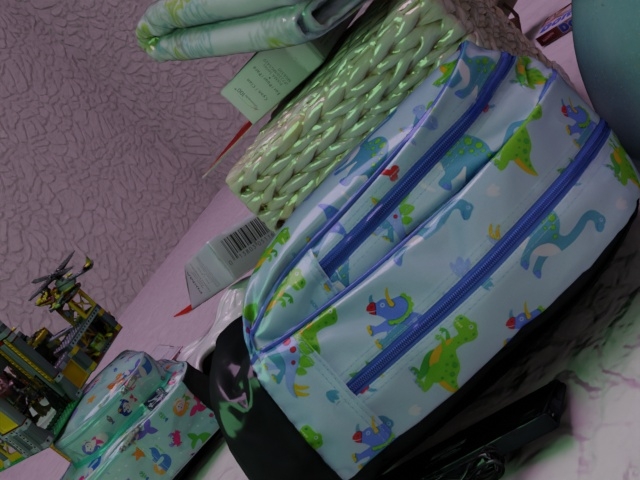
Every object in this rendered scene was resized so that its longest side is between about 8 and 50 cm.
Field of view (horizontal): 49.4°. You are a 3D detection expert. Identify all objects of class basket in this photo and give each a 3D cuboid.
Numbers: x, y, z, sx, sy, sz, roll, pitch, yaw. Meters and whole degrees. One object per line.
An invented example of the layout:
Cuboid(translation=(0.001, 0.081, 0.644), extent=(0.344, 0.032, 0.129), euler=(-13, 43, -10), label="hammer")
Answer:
Cuboid(translation=(0.107, -0.132, 0.844), extent=(0.331, 0.266, 0.328), euler=(-41, 15, 29), label="basket")

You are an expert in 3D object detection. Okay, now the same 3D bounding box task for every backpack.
Cuboid(translation=(-0.268, 0.283, 0.986), extent=(0.254, 0.191, 0.225), euler=(-57, 17, -20), label="backpack")
Cuboid(translation=(0.087, 0.015, 0.578), extent=(0.355, 0.274, 0.290), euler=(-30, -2, 11), label="backpack")

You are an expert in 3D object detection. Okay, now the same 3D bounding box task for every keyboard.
Cuboid(translation=(0.100, 0.174, 0.510), extent=(0.192, 0.038, 0.100), euler=(-40, -8, 29), label="keyboard")

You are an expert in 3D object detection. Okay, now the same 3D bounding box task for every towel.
Cuboid(translation=(-0.018, -0.321, 0.792), extent=(0.320, 0.090, 0.374), euler=(-40, 29, -23), label="towel")

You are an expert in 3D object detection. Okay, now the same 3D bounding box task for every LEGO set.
Cuboid(translation=(-0.451, 0.169, 0.986), extent=(0.254, 0.192, 0.331), euler=(-25, 25, 36), label="LEGO set")

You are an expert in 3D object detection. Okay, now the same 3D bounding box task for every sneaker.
Cuboid(translation=(-0.142, 0.160, 1.177), extent=(0.232, 0.090, 0.115), euler=(-56, 25, -14), label="sneaker")

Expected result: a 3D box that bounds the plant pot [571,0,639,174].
Cuboid(translation=(0.322, -0.211, 0.559), extent=(0.293, 0.196, 0.293), euler=(-44, 14, 14), label="plant pot")

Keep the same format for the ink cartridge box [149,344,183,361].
Cuboid(translation=(-0.372, 0.332, 1.403), extent=(0.275, 0.060, 0.239), euler=(-52, 15, -22), label="ink cartridge box")

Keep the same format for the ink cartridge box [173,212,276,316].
Cuboid(translation=(-0.147, 0.010, 1.407), extent=(0.308, 0.091, 0.385), euler=(-37, 4, -32), label="ink cartridge box")

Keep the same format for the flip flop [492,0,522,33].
Cuboid(translation=(0.307, -0.338, 1.217), extent=(0.112, 0.080, 0.277), euler=(69, -138, -63), label="flip flop")

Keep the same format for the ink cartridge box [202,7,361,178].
Cuboid(translation=(-0.056, -0.247, 0.962), extent=(0.261, 0.066, 0.296), euler=(-36, 18, 37), label="ink cartridge box")

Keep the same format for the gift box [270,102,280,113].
Cuboid(translation=(0.039, -0.315, 1.615), extent=(0.276, 0.258, 0.255), euler=(-20, 21, 20), label="gift box")

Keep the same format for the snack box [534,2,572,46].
Cuboid(translation=(0.417, -0.366, 1.083), extent=(0.178, 0.022, 0.064), euler=(-25, 27, 56), label="snack box")

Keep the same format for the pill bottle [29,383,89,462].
Cuboid(translation=(-0.388, 0.317, 1.168), extent=(0.119, 0.208, 0.119), euler=(-43, 14, 14), label="pill bottle")
